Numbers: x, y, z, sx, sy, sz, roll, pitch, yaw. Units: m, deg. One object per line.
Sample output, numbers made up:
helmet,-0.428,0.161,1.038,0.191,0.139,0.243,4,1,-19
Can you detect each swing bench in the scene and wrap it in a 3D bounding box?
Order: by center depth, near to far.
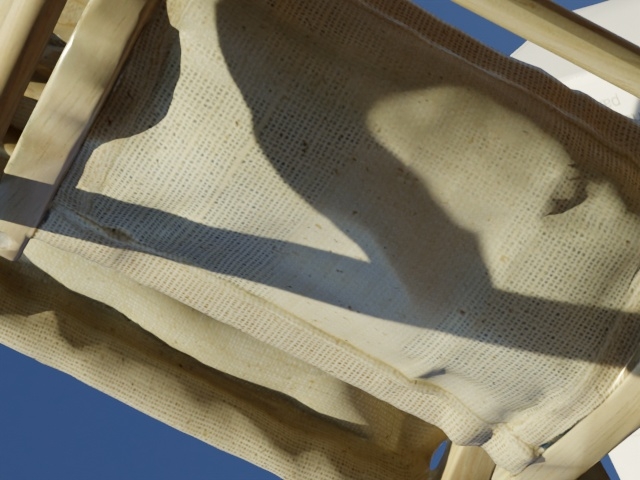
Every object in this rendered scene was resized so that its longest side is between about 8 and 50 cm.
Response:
swing bench,0.000,0.000,0.616,0.253,0.255,0.165,27,-96,-13

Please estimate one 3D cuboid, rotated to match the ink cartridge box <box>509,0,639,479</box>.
ink cartridge box,0.214,0.020,0.858,0.117,0.201,0.278,-42,-68,-44
